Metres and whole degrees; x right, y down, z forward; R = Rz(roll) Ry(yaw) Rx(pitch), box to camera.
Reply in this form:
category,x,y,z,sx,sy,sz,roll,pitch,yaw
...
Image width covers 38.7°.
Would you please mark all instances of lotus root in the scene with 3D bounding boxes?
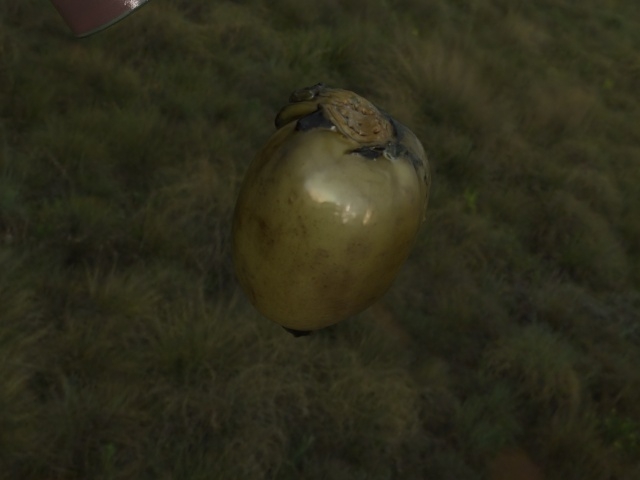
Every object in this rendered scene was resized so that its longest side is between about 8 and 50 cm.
category,x,y,z,sx,sy,sz,roll,pitch,yaw
lotus root,0.000,0.000,0.879,0.182,0.310,0.183,10,47,-11

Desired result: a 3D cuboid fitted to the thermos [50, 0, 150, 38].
category,x,y,z,sx,sy,sz,roll,pitch,yaw
thermos,-0.268,-0.339,0.885,0.265,0.146,0.176,54,49,-29
